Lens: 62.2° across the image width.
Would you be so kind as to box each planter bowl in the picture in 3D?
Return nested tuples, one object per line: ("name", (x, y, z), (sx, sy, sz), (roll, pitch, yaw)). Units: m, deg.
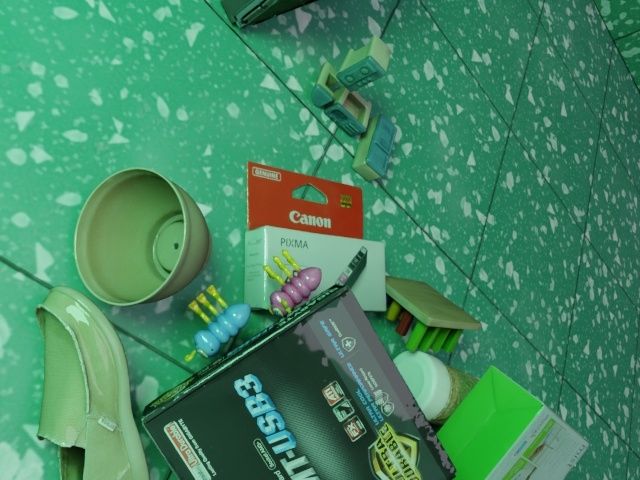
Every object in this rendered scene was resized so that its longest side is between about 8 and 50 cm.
("planter bowl", (-0.203, 0.003, 0.660), (0.109, 0.162, 0.162), (23, 64, -66))

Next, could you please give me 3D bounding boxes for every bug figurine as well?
("bug figurine", (-0.049, 0.148, 0.760), (0.216, 0.072, 0.279), (-46, 123, -13))

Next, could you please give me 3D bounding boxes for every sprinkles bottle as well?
("sprinkles bottle", (0.279, 0.320, 1.049), (0.355, 0.121, 0.121), (29, 64, -36))

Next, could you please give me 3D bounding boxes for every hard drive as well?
("hard drive", (0.020, -0.467, 0.882), (0.339, 0.236, 0.064), (-42, 109, -38))

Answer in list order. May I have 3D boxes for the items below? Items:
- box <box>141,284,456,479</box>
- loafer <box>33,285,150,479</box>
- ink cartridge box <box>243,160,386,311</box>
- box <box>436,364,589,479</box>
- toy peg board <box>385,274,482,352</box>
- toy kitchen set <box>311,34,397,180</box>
("box", (-0.020, 0.254, 0.673), (0.293, 0.073, 0.296), (-31, 95, -14))
("loafer", (-0.267, 0.184, 0.590), (0.092, 0.101, 0.269), (-21, 97, -48))
("ink cartridge box", (0.000, 0.000, 0.898), (0.275, 0.060, 0.239), (7, 78, -41))
("box", (0.323, 0.398, 0.955), (0.231, 0.126, 0.262), (37, 91, -37))
("toy peg board", (0.184, 0.142, 0.999), (0.161, 0.160, 0.079), (13, 108, -40))
("toy kitchen set", (0.094, -0.227, 0.951), (0.207, 0.166, 0.122), (35, 60, -32))
